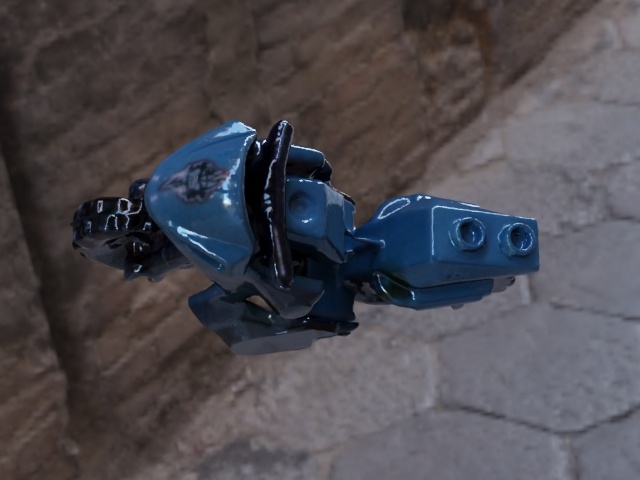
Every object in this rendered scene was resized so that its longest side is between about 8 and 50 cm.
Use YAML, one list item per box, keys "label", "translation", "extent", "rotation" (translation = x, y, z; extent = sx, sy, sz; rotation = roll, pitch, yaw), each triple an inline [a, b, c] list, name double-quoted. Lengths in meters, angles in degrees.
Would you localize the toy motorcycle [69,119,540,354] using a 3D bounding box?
- label: "toy motorcycle"
  translation: [0.000, 0.000, 1.142]
  extent: [0.416, 0.172, 0.232]
  rotation: [8, -19, -19]
